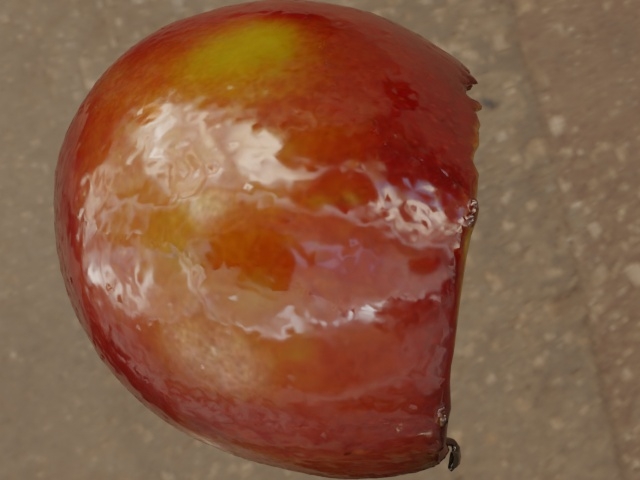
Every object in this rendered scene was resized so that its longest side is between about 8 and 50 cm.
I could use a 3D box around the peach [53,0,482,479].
[{"bbox_3d":[0.000,0.000,0.646,0.226,0.196,0.190,31,86,43],"label":"peach"}]
